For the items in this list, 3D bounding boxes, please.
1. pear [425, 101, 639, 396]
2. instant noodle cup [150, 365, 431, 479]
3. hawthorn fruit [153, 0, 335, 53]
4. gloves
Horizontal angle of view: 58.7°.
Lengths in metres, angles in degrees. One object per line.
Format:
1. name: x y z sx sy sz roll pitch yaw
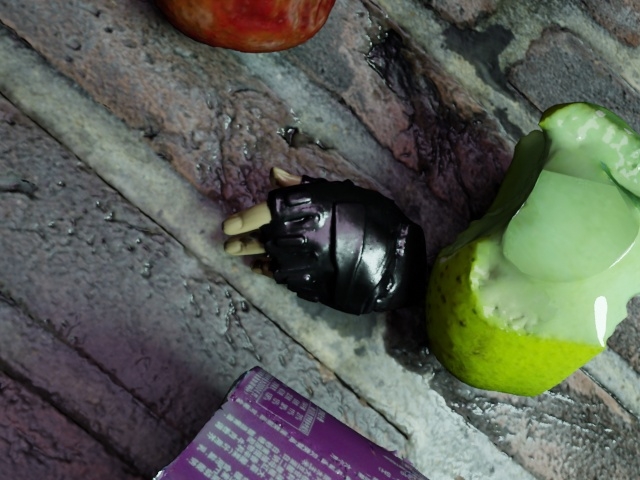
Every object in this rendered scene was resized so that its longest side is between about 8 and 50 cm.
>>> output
1. pear: 0.220 0.024 0.604 0.176 0.286 0.282 38 93 13
2. instant noodle cup: -0.036 0.275 0.423 0.266 0.340 0.340 39 70 3
3. hawthorn fruit: -0.075 -0.326 0.564 0.210 0.266 0.230 41 65 14
4. gloves: 0.000 0.000 0.593 0.203 0.124 0.164 3 66 -32
